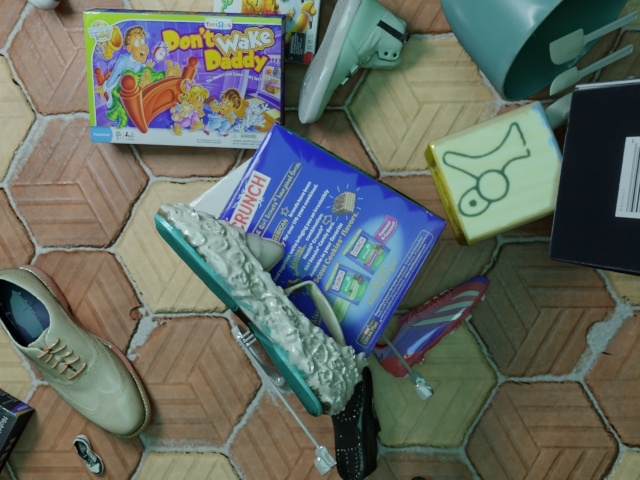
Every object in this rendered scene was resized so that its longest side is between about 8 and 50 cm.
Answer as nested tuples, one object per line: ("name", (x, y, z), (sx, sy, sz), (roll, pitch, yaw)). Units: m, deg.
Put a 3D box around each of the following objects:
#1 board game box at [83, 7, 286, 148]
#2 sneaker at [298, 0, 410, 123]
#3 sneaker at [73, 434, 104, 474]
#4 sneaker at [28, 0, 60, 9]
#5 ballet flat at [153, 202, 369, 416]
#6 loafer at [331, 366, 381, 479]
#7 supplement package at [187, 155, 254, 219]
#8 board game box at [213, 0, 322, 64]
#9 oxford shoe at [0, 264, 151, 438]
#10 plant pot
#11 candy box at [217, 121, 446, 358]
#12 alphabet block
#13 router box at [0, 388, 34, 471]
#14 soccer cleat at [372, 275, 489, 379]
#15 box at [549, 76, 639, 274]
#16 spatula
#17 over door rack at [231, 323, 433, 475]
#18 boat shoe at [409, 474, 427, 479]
("board game box", (-0.239, -0.291, 1.583), (0.347, 0.078, 0.233), (2, 110, 3))
("sneaker", (0.066, -0.306, 1.582), (0.151, 0.094, 0.255), (22, 96, -24))
("sneaker", (-0.438, 0.406, 1.652), (0.032, 0.037, 0.083), (-34, 89, 1))
("sneaker", (-0.608, -0.509, 1.650), (0.290, 0.106, 0.123), (46, 102, 11))
("ballet flat", (-0.080, 0.084, 1.336), (0.147, 0.147, 0.409), (-39, 96, 3))
("loafer", (0.067, 0.327, 1.605), (0.080, 0.078, 0.219), (-6, 77, 36))
("supplement package", (-0.102, -0.025, 1.574), (0.194, 0.149, 0.203), (-36, 87, 2))
("board game box", (-0.089, -0.480, 1.580), (0.193, 0.053, 0.305), (8, 110, 5))
("oxford shoe", (-0.471, 0.212, 1.601), (0.397, 0.146, 0.140), (45, 92, 3))
("plant pot", (0.338, -0.421, 1.488), (0.293, 0.293, 0.235), (-42, 71, 3))
("candy box", (0.000, 0.000, 1.432), (0.317, 0.122, 0.268), (31, 95, 0))
("alphabet block", (0.306, -0.110, 1.524), (0.197, 0.193, 0.192), (-20, 87, 4))
("router box", (-0.722, 0.394, 1.651), (0.243, 0.081, 0.308), (28, 92, 4))
("soccer cleat", (0.199, 0.142, 1.589), (0.095, 0.083, 0.248), (44, 95, 8))
("box", (0.680, -0.060, 1.275), (0.472, 0.480, 0.297), (6, 92, -23))
("spatula", (0.467, -0.295, 1.516), (0.242, 0.019, 0.168), (-28, 124, -30))
("over door rack", (0.020, 0.218, 1.564), (0.239, 0.108, 0.324), (-40, 67, 8))
("boat shoe", (0.217, 0.479, 1.602), (0.133, 0.042, 0.049), (37, 90, 2))
